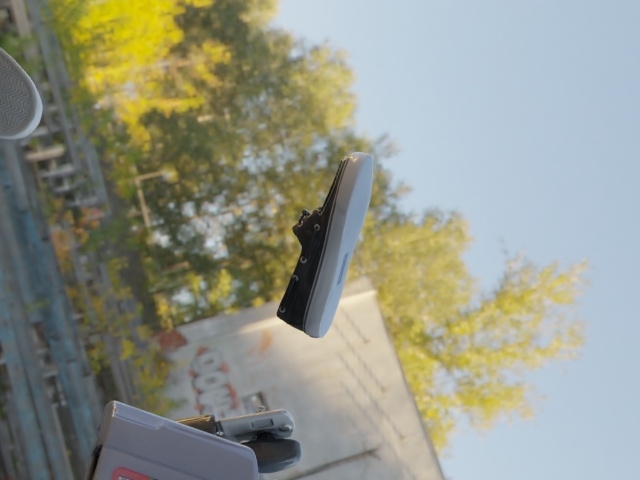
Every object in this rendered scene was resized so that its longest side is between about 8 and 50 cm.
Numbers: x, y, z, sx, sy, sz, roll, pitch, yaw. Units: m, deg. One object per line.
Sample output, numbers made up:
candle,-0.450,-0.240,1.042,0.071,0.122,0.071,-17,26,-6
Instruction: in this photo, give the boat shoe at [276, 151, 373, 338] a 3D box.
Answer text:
boat shoe,0.000,0.000,1.301,0.080,0.076,0.228,-23,129,-69

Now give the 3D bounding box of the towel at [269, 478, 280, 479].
towel,-0.104,0.484,2.022,0.029,0.119,0.067,-39,-106,38

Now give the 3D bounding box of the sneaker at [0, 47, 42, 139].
sneaker,-0.447,-0.197,1.379,0.292,0.108,0.169,29,-6,14

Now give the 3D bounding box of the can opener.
can opener,-0.170,0.302,1.627,0.074,0.280,0.093,82,2,-46

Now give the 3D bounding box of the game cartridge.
game cartridge,-0.160,0.324,1.117,0.060,0.196,0.294,-40,-147,46
